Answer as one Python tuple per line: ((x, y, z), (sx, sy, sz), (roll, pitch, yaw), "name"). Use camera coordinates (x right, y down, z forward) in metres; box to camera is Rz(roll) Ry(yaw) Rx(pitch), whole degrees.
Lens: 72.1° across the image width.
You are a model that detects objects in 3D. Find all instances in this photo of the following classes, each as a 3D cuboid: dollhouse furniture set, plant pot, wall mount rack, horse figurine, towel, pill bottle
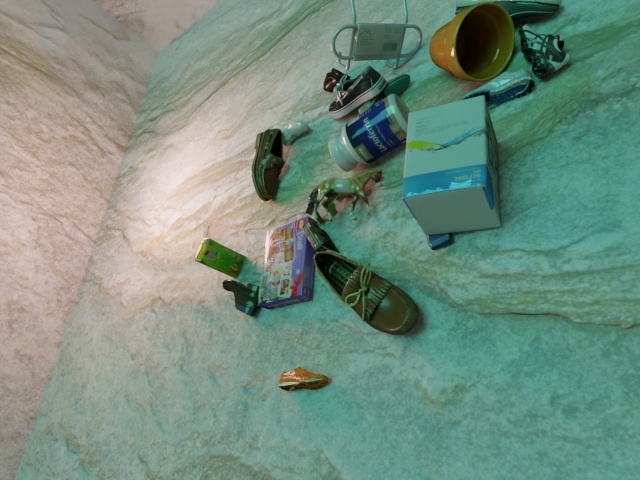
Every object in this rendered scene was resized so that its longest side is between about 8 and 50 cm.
((0.043, -0.126, 1.512), (0.152, 0.058, 0.076), (-38, 35, -7), "dollhouse furniture set")
((0.430, -0.583, 1.312), (0.205, 0.205, 0.188), (-54, 27, 4), "plant pot")
((0.181, -0.744, 1.498), (0.130, 0.350, 0.304), (-122, 30, -44), "wall mount rack")
((0.068, -0.147, 1.420), (0.264, 0.066, 0.174), (-4, 68, 19), "horse figurine")
((0.317, -0.033, 1.202), (0.067, 0.029, 0.119), (-27, 52, 26), "towel")
((0.165, -0.341, 1.430), (0.265, 0.153, 0.153), (-29, 50, 29), "pill bottle")

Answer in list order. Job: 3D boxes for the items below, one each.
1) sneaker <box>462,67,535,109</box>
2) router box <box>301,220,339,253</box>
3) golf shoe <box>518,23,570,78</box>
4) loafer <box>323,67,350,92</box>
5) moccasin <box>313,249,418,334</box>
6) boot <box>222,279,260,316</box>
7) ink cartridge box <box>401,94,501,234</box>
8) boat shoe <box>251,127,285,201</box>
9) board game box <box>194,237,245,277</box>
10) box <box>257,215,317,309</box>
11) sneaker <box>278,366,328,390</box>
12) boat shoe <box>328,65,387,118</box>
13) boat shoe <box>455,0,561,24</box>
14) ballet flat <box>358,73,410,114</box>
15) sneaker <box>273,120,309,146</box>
((0.500, -0.431, 1.247), (0.191, 0.071, 0.082), (-11, 53, 28), "sneaker")
((0.000, 0.000, 1.426), (0.038, 0.092, 0.122), (-46, 44, 13), "router box")
((0.608, -0.528, 1.202), (0.094, 0.077, 0.198), (-21, 60, 19), "golf shoe")
((0.059, -0.613, 1.717), (0.220, 0.080, 0.078), (-120, 54, -74), "loafer")
((0.112, 0.128, 1.208), (0.139, 0.147, 0.380), (-52, 43, 6), "moccasin")
((-0.296, 0.205, 1.586), (0.219, 0.082, 0.106), (4, 67, 42), "boot")
((0.338, -0.185, 1.123), (0.197, 0.198, 0.269), (-7, 61, 29), "ink cartridge box")
((-0.202, -0.311, 1.760), (0.105, 0.111, 0.307), (-13, 72, 31), "boat shoe")
((-0.377, 0.067, 1.665), (0.043, 0.181, 0.092), (3, 69, 44), "board game box")
((-0.111, 0.077, 1.508), (0.201, 0.057, 0.293), (-17, 56, 36), "box")
((-0.052, 0.394, 1.269), (0.175, 0.064, 0.067), (-13, 49, 34), "sneaker")
((0.103, -0.534, 1.585), (0.113, 0.105, 0.306), (-58, 23, -17), "boat shoe")
((0.558, -0.685, 1.336), (0.320, 0.116, 0.098), (23, 126, 40), "boat shoe")
((0.216, -0.509, 1.537), (0.213, 0.072, 0.068), (-43, 50, 17), "ballet flat")
((-0.126, -0.435, 1.819), (0.212, 0.080, 0.094), (4, 81, 51), "sneaker")
